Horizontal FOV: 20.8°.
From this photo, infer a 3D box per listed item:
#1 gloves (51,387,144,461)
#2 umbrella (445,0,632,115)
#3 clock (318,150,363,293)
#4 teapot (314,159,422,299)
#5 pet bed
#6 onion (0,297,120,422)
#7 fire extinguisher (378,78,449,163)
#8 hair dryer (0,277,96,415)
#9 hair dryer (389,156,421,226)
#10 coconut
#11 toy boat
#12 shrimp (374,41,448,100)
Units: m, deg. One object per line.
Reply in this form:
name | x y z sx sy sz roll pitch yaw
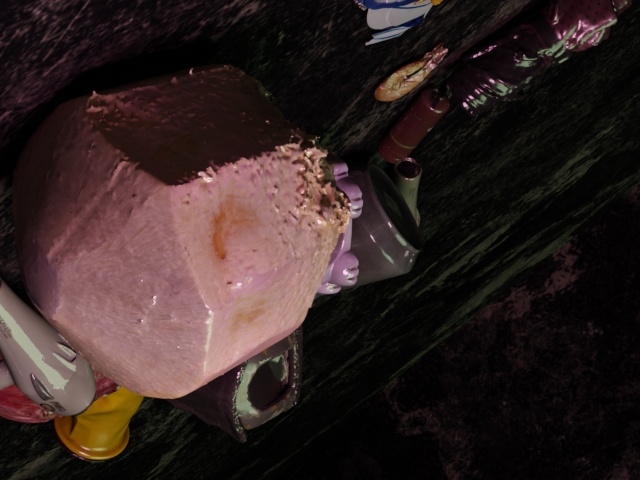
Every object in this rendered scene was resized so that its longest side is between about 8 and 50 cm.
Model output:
gloves | -0.279 0.183 2.481 0.294 0.116 0.133 -58 -178 39
umbrella | 0.308 -0.271 2.238 0.326 0.094 0.090 -34 -179 3
clock | -0.090 -0.008 2.108 0.254 0.189 0.189 -13 156 -38
teapot | 0.000 0.000 2.356 0.225 0.171 0.203 -31 136 15
pet bed | -0.145 0.151 2.305 0.159 0.211 0.183 -30 135 -43
onion | -0.289 0.130 2.178 0.283 0.120 0.227 -31 162 -20
fire extinguisher | 0.133 -0.166 2.305 0.157 0.045 0.078 -51 -173 48
hair dryer | -0.400 0.126 1.987 0.267 0.092 0.229 -4 139 0
hair dryer | 0.066 -0.042 2.554 0.225 0.088 0.219 -3 143 -36
coconut | -0.149 -0.009 1.667 0.309 0.297 0.297 -27 166 -46
toy boat | 0.109 -0.278 1.877 0.220 0.067 0.291 -29 177 -18
shrimp | 0.109 -0.206 2.148 0.108 0.023 0.059 -41 156 24
